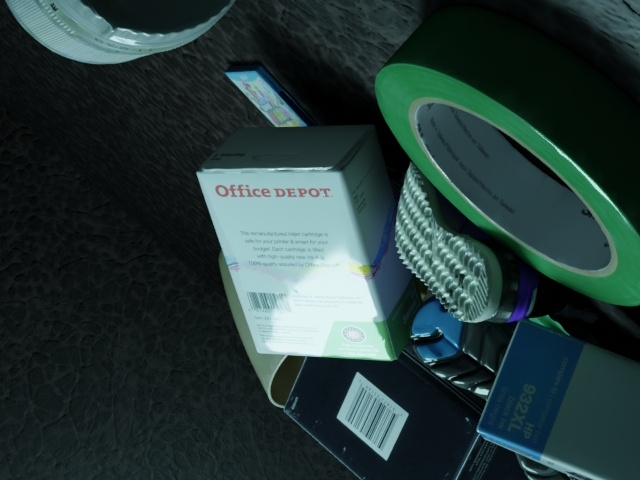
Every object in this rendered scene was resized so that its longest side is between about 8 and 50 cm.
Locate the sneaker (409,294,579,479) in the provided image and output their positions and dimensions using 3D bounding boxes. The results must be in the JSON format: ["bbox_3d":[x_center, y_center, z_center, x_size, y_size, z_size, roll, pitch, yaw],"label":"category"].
[{"bbox_3d":[0.266,0.183,1.674,0.341,0.125,0.140,49,-153,18],"label":"sneaker"}]

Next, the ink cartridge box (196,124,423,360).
[{"bbox_3d":[-0.008,0.002,1.709,0.201,0.117,0.278,1,124,28],"label":"ink cartridge box"}]

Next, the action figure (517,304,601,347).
[{"bbox_3d":[0.282,0.098,1.641,0.232,0.063,0.137,42,171,-23],"label":"action figure"}]

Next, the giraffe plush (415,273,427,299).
[{"bbox_3d":[0.046,0.073,2.048,0.181,0.170,0.210,43,168,-5],"label":"giraffe plush"}]

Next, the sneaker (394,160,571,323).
[{"bbox_3d":[0.183,0.006,1.525,0.146,0.102,0.293,2,-152,-19],"label":"sneaker"}]

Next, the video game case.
[{"bbox_3d":[-0.049,-0.170,1.852,0.166,0.015,0.119,46,168,-21],"label":"video game case"}]

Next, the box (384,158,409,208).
[{"bbox_3d":[0.104,-0.055,1.742,0.116,0.029,0.162,49,168,-31],"label":"box"}]

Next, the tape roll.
[{"bbox_3d":[0.194,-0.073,1.264,0.321,0.077,0.321,40,169,9],"label":"tape roll"}]

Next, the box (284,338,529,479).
[{"bbox_3d":[0.168,0.235,1.883,0.294,0.182,0.296,3,-153,-47],"label":"box"}]

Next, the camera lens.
[{"bbox_3d":[-0.198,-0.291,1.378,0.219,0.219,0.274,45,168,-17],"label":"camera lens"}]

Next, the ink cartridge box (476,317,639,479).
[{"bbox_3d":[0.330,0.203,1.445,0.307,0.129,0.223,21,173,12],"label":"ink cartridge box"}]

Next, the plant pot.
[{"bbox_3d":[-0.052,0.100,2.382,0.274,0.256,0.256,52,174,28],"label":"plant pot"}]
